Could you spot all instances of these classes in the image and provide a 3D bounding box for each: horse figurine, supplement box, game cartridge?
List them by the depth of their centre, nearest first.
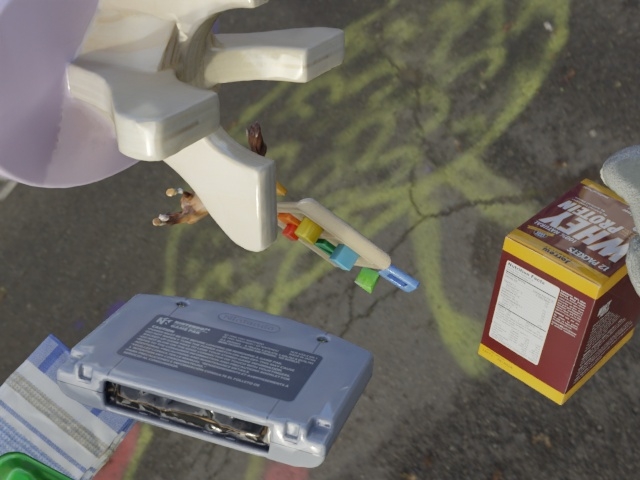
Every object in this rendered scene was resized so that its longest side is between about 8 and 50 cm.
[{"bbox_3d":[-0.103,0.138,1.031,0.297,0.062,0.198,13,22,16],"label":"game cartridge"},{"bbox_3d":[0.320,0.061,1.206,0.129,0.194,0.191,32,44,30],"label":"supplement box"},{"bbox_3d":[-0.180,-0.092,1.619,0.263,0.174,0.066,-36,80,11],"label":"horse figurine"}]

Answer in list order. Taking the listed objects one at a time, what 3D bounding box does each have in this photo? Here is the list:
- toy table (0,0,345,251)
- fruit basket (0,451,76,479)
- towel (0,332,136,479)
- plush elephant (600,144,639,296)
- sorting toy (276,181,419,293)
[{"bbox_3d":[-0.109,-0.120,0.695,0.161,0.252,0.274,14,42,26],"label":"toy table"},{"bbox_3d":[-0.356,0.478,1.163,0.392,0.283,0.392,-61,4,7],"label":"fruit basket"},{"bbox_3d":[-0.441,0.316,1.500,0.285,0.209,0.034,-52,4,-24],"label":"towel"},{"bbox_3d":[0.491,0.054,1.040,0.272,0.255,0.330,-17,59,23],"label":"plush elephant"},{"bbox_3d":[0.000,0.000,1.547,0.047,0.347,0.196,-58,18,-14],"label":"sorting toy"}]
